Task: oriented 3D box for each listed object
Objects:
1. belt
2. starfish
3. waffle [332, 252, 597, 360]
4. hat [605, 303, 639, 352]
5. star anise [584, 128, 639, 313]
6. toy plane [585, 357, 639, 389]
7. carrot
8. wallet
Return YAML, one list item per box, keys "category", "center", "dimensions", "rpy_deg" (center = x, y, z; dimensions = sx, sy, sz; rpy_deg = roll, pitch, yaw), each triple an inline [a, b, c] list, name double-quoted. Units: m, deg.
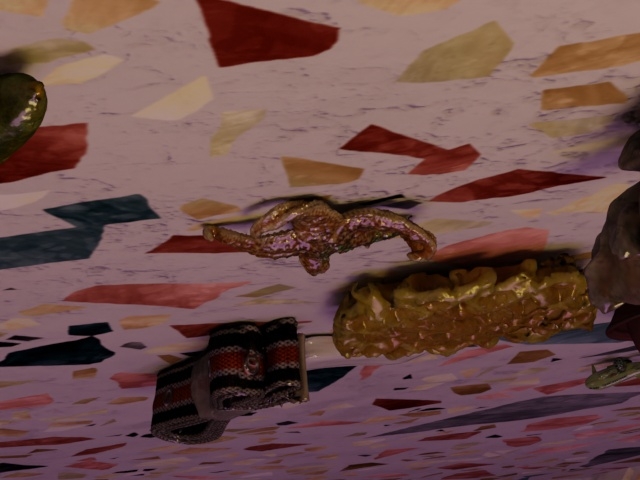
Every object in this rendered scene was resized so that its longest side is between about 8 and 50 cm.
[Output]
- category: "belt"
  center: [-0.124, 0.179, 2.072]
  dimensions: [0.126, 0.094, 0.359]
  rpy_deg: [5, 161, -25]
- category: "starfish"
  center: [-0.001, -0.009, 1.504]
  dimensions: [0.209, 0.053, 0.150]
  rpy_deg: [-2, 153, -3]
- category: "waffle"
  center: [0.163, 0.078, 1.859]
  dimensions: [0.302, 0.068, 0.325]
  rpy_deg: [-6, 168, -2]
- category: "hat"
  center: [0.453, 0.109, 2.073]
  dimensions: [0.205, 0.089, 0.205]
  rpy_deg: [-7, 165, -2]
- category: "star anise"
  center: [0.338, -0.060, 1.309]
  dimensions: [0.359, 0.139, 0.316]
  rpy_deg: [-34, 161, 31]
- category: "toy plane"
  center: [0.448, 0.200, 2.539]
  dimensions: [0.111, 0.040, 0.102]
  rpy_deg: [-15, 162, 34]
- category: "carrot"
  center: [-0.290, -0.041, 1.156]
  dimensions: [0.074, 0.074, 0.358]
  rpy_deg: [5, 160, -41]
- category: "wallet"
  center: [0.043, 0.140, 2.119]
  dimensions: [0.190, 0.033, 0.095]
  rpy_deg: [0, 163, -27]
